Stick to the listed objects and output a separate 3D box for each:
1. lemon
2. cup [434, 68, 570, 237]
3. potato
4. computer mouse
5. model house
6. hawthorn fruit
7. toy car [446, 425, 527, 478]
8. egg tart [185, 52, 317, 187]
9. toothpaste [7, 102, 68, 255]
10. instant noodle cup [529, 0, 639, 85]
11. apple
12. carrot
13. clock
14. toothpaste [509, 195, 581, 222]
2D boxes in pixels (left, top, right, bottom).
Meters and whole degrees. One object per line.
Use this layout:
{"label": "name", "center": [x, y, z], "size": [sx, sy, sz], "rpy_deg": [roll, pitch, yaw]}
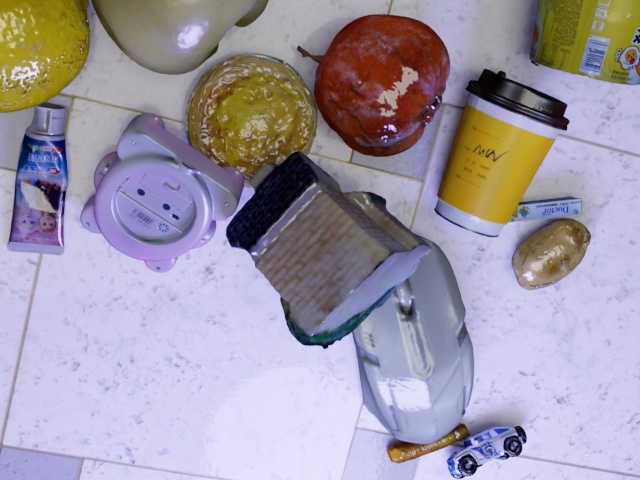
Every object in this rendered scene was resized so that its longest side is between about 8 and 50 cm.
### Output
{"label": "lemon", "center": [-0.504, -0.323, 1.424], "size": [0.310, 0.258, 0.258], "rpy_deg": [-17, 105, -9]}
{"label": "cup", "center": [0.318, -0.156, 1.667], "size": [0.196, 0.196, 0.279], "rpy_deg": [17, 106, -14]}
{"label": "potato", "center": [0.445, 0.025, 1.781], "size": [0.170, 0.080, 0.107], "rpy_deg": [-31, 93, -2]}
{"label": "computer mouse", "center": [0.176, 0.199, 1.731], "size": [0.228, 0.145, 0.429], "rpy_deg": [-15, 103, -5]}
{"label": "model house", "center": [0.002, -0.002, 1.554], "size": [0.243, 0.298, 0.284], "rpy_deg": [-43, 76, 11]}
{"label": "hawthorn fruit", "center": [0.077, -0.279, 1.575], "size": [0.272, 0.242, 0.242], "rpy_deg": [31, 95, 11]}
{"label": "toy car", "center": [0.330, 0.414, 1.838], "size": [0.171, 0.080, 0.070], "rpy_deg": [-20, 75, -13]}
{"label": "egg tart", "center": [-0.121, -0.209, 1.608], "size": [0.234, 0.094, 0.234], "rpy_deg": [-3, 105, -13]}
{"label": "toothpaste", "center": [-0.477, -0.101, 1.586], "size": [0.096, 0.061, 0.266], "rpy_deg": [6, 107, -14]}
{"label": "instant noodle cup", "center": [0.493, -0.390, 1.620], "size": [0.264, 0.264, 0.200], "rpy_deg": [6, 109, -13]}
{"label": "apple", "center": [-0.225, -0.413, 1.462], "size": [0.292, 0.292, 0.254], "rpy_deg": [-43, 102, 0]}
{"label": "carrot", "center": [0.216, 0.401, 1.838], "size": [0.171, 0.042, 0.042], "rpy_deg": [-17, 105, -10]}
{"label": "clock", "center": [-0.276, -0.070, 1.571], "size": [0.227, 0.090, 0.248], "rpy_deg": [34, 124, -15]}
{"label": "toothpaste", "center": [0.415, -0.058, 1.773], "size": [0.164, 0.046, 0.034], "rpy_deg": [-6, 100, -10]}
